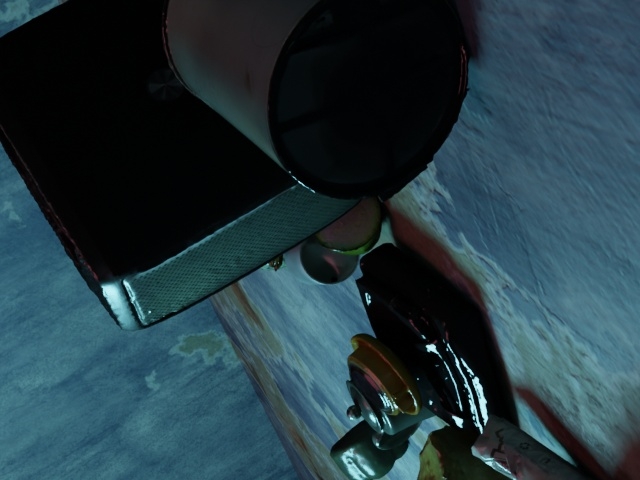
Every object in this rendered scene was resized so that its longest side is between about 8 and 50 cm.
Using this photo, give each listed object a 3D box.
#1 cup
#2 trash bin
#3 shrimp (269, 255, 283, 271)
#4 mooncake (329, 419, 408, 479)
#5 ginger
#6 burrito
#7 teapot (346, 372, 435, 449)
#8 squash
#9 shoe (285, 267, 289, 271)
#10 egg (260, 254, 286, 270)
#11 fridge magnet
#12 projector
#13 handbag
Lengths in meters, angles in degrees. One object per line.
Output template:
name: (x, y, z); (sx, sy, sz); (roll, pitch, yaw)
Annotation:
cup: (0.009, 0.006, 1.846); (0.099, 0.136, 0.133); (26, 172, -10)
trash bin: (-0.012, -0.190, 1.144); (0.262, 0.217, 0.277); (42, 164, 52)
shrimp: (-0.091, -0.095, 1.856); (0.154, 0.062, 0.294); (-173, 79, -69)
mooncake: (0.106, 0.420, 2.338); (0.104, 0.168, 0.175); (46, -161, -1)
ginger: (0.235, 0.377, 1.706); (0.267, 0.152, 0.138); (45, 145, -18)
burrito: (0.277, 0.294, 1.469); (0.203, 0.064, 0.064); (30, 151, 40)
teapot: (0.110, 0.257, 1.874); (0.162, 0.149, 0.239); (44, 160, 44)
squash: (0.052, -0.011, 1.641); (0.105, 0.105, 0.132); (52, -179, 26)
shoe: (-0.102, -0.003, 2.232); (0.195, 0.078, 0.079); (61, 167, 5)
egg: (-0.090, -0.012, 2.039); (0.132, 0.132, 0.172); (59, 179, 0)
fridge magnet: (0.089, 0.194, 1.619); (0.143, 0.063, 0.143); (45, 163, 19)
projector: (-0.192, -0.141, 1.507); (0.395, 0.405, 0.242); (54, 166, 18)
handbag: (0.160, 0.153, 1.602); (0.244, 0.088, 0.275); (38, 155, 48)
